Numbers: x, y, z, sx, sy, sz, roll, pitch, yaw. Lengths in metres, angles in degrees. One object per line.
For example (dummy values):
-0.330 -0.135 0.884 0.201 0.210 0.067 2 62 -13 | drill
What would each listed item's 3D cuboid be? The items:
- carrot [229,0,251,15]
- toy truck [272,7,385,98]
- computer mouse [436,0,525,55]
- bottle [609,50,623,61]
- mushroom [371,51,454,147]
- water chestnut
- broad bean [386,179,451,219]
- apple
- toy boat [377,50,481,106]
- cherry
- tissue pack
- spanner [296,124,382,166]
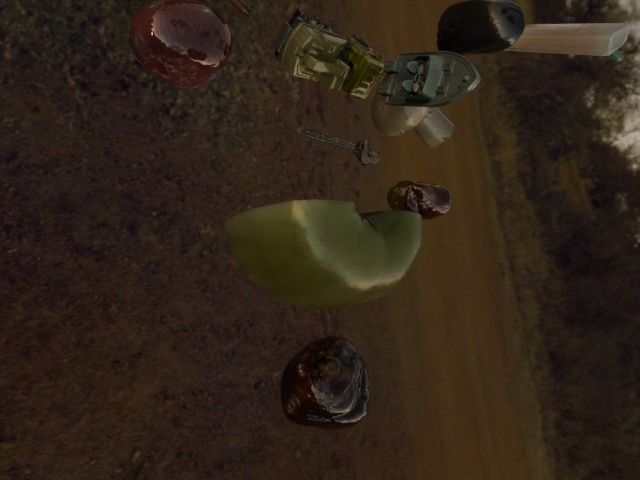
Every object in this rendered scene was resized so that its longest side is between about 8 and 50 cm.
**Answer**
-0.287 -0.782 1.604 0.165 0.035 0.036 34 47 -35 | carrot
0.042 -0.613 1.704 0.405 0.181 0.254 3 45 -43 | toy truck
0.404 -0.565 1.334 0.086 0.269 0.138 -5 105 -37 | computer mouse
0.982 -0.635 1.688 0.083 0.030 0.030 31 44 -12 | bottle
0.330 -0.452 1.657 0.290 0.292 0.293 33 45 -17 | mushroom
0.010 0.419 1.478 0.289 0.244 0.289 18 69 -56 | water chestnut
0.353 -0.144 1.799 0.156 0.228 0.122 91 4 -62 | broad bean
0.000 0.000 1.014 0.320 0.360 0.312 51 57 -18 | apple
0.281 -0.417 1.296 0.092 0.319 0.141 8 99 -37 | toy boat
-0.340 -0.496 1.265 0.285 0.236 0.213 5 65 -40 | cherry
0.765 -0.637 1.576 0.170 0.325 0.071 -34 129 -33 | tissue pack
0.058 -0.321 1.650 0.093 0.325 0.026 -65 156 -5 | spanner
